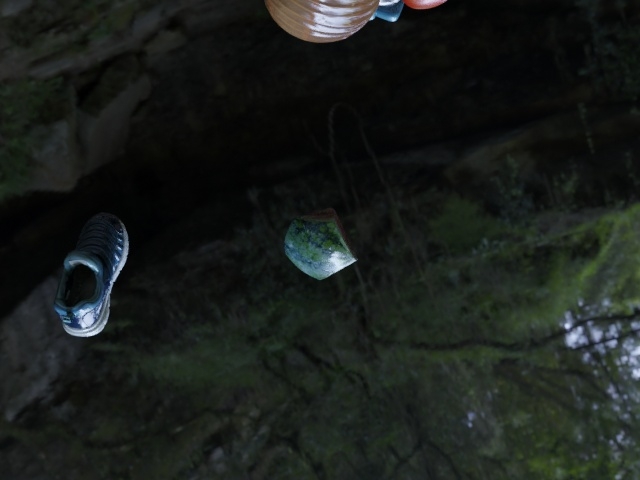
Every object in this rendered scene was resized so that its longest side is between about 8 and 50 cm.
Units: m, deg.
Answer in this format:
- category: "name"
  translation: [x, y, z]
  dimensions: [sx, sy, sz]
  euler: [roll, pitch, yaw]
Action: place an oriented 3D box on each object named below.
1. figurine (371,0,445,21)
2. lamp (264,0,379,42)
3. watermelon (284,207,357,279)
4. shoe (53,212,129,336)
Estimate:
- category: "figurine"
  translation: [0.103, -0.314, 1.149]
  dimensions: [0.140, 0.075, 0.068]
  euler: [5, -123, 18]
- category: "lamp"
  translation: [0.002, -0.282, 1.005]
  dimensions: [0.136, 0.136, 0.136]
  euler: [-19, -163, 6]
- category: "watermelon"
  translation: [0.000, 0.006, 1.157]
  dimensions: [0.092, 0.085, 0.072]
  euler: [-14, -177, 31]
- category: "shoe"
  translation: [-0.260, 0.033, 1.039]
  dimensions: [0.063, 0.143, 0.071]
  euler: [8, 161, 12]
